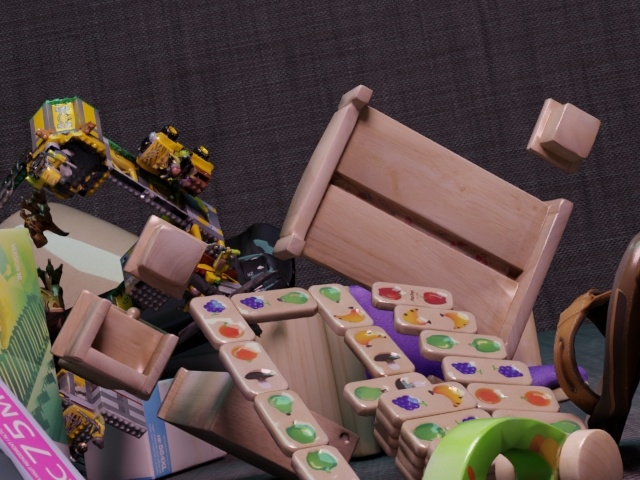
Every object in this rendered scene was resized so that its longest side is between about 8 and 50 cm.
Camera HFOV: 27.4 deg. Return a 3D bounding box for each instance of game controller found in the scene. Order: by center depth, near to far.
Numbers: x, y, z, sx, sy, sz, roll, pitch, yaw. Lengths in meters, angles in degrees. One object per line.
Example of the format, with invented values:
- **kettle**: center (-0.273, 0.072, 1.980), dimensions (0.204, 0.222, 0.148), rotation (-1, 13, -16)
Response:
- **game controller**: center (-0.173, 0.077, 1.347), dimensions (0.319, 0.067, 0.166), rotation (-23, 16, 9)

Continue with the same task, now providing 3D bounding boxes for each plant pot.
- **plant pot**: center (-0.244, 0.100, 1.582), dimensions (0.274, 0.256, 0.256), rotation (11, 10, 35)

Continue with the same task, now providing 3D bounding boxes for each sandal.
- **sandal**: center (0.179, 0.068, 0.839), dimensions (0.060, 0.090, 0.219), rotation (19, -23, 15)

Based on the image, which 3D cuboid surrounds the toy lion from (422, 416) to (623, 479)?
- **toy lion**: center (0.044, 0.096, 0.357), dimensions (0.034, 0.100, 0.096), rotation (-10, -21, 42)

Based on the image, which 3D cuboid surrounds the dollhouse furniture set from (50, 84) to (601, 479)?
- **dollhouse furniture set**: center (0.000, 0.000, 1.034), dimensions (0.303, 0.355, 0.174), rotation (29, -14, -14)

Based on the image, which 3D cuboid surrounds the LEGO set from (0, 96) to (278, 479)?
- **LEGO set**: center (-0.214, 0.064, 1.108), dimensions (0.331, 0.192, 0.255), rotation (-39, -54, 13)

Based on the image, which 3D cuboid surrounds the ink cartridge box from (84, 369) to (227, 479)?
- **ink cartridge box**: center (-0.163, 0.183, 1.293), dimensions (0.092, 0.089, 0.143), rotation (-12, -4, 30)

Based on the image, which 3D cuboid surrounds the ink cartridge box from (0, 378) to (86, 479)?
- **ink cartridge box**: center (-0.257, 0.123, 0.710), dimensions (0.065, 0.186, 0.311), rotation (-46, -12, 15)

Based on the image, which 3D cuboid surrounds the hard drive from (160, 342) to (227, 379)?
- **hard drive**: center (-0.162, 0.170, 1.440), dimensions (0.308, 0.040, 0.203), rotation (-11, -35, 27)

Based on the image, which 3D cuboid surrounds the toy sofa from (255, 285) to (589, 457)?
- **toy sofa**: center (0.107, 0.105, 1.262), dimensions (0.177, 0.150, 0.363), rotation (-13, -5, 35)

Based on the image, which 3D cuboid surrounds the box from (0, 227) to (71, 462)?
- **box**: center (-0.310, 0.115, 0.884), dimensions (0.058, 0.232, 0.322), rotation (-14, -4, 34)

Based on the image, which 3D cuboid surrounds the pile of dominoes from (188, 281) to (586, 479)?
- **pile of dominoes**: center (0.050, 0.079, 0.832), dimensions (0.196, 0.040, 0.251), rotation (-6, 31, -25)
